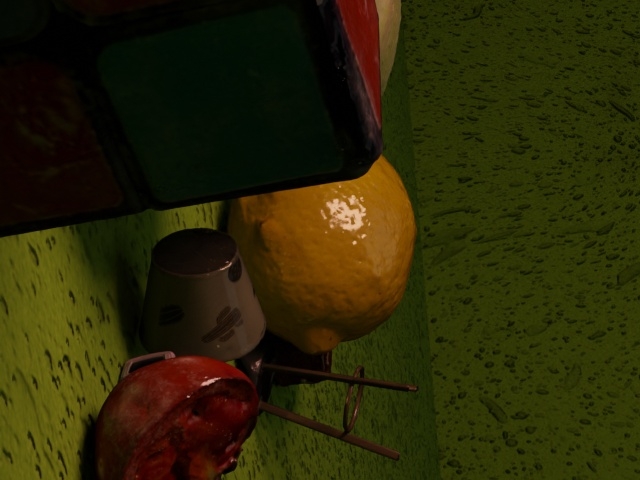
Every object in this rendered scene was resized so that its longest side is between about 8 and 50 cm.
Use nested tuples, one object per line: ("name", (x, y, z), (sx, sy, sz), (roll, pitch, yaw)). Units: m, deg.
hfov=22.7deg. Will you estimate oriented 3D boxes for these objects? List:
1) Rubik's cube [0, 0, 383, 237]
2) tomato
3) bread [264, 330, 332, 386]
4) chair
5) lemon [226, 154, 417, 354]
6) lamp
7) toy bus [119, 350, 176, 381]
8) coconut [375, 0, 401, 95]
("Rubik's cube", (-0.144, -0.224, 1.021), (0.318, 0.313, 0.316), (70, 15, -45))
("tomato", (-0.133, 0.158, 1.338), (0.091, 0.159, 0.139), (38, -10, 34))
("bread", (-0.029, 0.109, 2.068), (0.160, 0.073, 0.160), (-9, 90, -80))
("chair", (-0.001, 0.183, 1.873), (0.104, 0.222, 0.095), (44, 62, -77))
("lemon", (0.000, 0.000, 1.893), (0.233, 0.233, 0.288), (63, 28, -61))
("lamp", (-0.110, 0.097, 1.509), (0.121, 0.121, 0.214), (-83, 171, -56))
("toy bus", (-0.140, 0.163, 1.446), (0.075, 0.060, 0.123), (-92, 166, -51))
("coconut", (-0.079, -0.192, 1.409), (0.328, 0.328, 0.281), (31, 68, -77))
